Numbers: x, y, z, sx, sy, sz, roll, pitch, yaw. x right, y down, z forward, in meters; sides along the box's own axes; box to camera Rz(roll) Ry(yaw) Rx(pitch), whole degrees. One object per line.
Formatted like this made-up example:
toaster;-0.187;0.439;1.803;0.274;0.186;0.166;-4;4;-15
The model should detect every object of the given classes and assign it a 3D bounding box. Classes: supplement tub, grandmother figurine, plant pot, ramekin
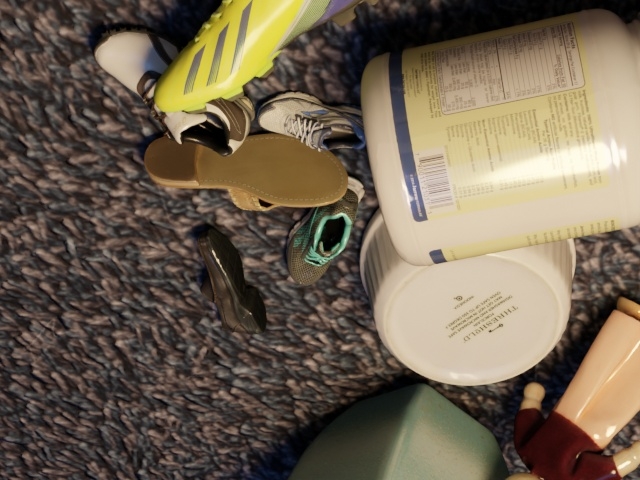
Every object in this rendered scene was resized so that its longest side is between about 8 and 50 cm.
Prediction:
supplement tub;0.222;-0.112;1.375;0.324;0.235;0.235;-11;127;11
grandmother figurine;0.315;0.233;1.622;0.104;0.208;0.342;39;84;-28
plant pot;0.105;0.336;1.708;0.247;0.252;0.248;37;143;-24
ramekin;0.180;0.057;1.580;0.272;0.127;0.273;1;128;2

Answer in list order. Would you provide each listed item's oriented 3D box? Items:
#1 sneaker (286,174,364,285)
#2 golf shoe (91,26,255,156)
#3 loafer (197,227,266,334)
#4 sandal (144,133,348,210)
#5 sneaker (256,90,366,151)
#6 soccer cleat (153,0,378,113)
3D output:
sneaker;0.000;0.000;1.574;0.065;0.076;0.166;17;127;-10
golf shoe;-0.164;-0.163;1.440;0.198;0.094;0.077;27;128;-16
loafer;-0.124;0.057;1.636;0.061;0.062;0.170;-11;126;17
sandal;-0.084;-0.075;1.535;0.240;0.088;0.079;7;160;6
sneaker;-0.006;-0.131;1.481;0.135;0.058;0.052;5;128;-1
soccer cleat;-0.067;-0.240;1.357;0.289;0.093;0.121;-33;119;9
